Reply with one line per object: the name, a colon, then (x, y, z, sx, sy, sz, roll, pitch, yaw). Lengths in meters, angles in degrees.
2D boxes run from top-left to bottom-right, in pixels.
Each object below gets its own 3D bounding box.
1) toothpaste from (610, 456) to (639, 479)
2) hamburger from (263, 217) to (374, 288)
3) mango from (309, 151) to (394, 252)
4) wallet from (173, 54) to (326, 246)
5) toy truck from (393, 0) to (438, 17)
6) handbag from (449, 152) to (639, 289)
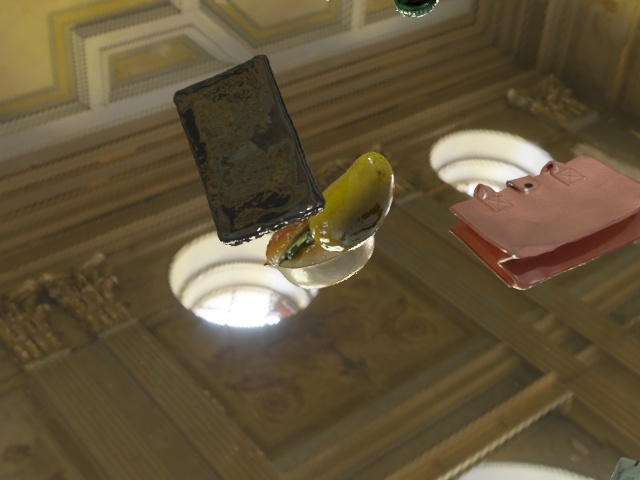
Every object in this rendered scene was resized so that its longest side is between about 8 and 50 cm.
toothpaste: (0.429, 0.420, 1.402, 0.041, 0.064, 0.218, 45, -113, -27)
hamburger: (0.003, -0.002, 1.801, 0.237, 0.237, 0.147, -34, -73, -22)
mango: (0.048, -0.052, 1.313, 0.103, 0.076, 0.161, 14, -60, -32)
wallet: (-0.099, -0.123, 1.250, 0.146, 0.285, 0.030, -20, -33, -3)
toy truck: (0.085, -0.457, 1.427, 0.156, 0.278, 0.155, -57, -30, -26)
handbag: (0.282, -0.032, 1.152, 0.212, 0.157, 0.059, -21, -52, -16)
